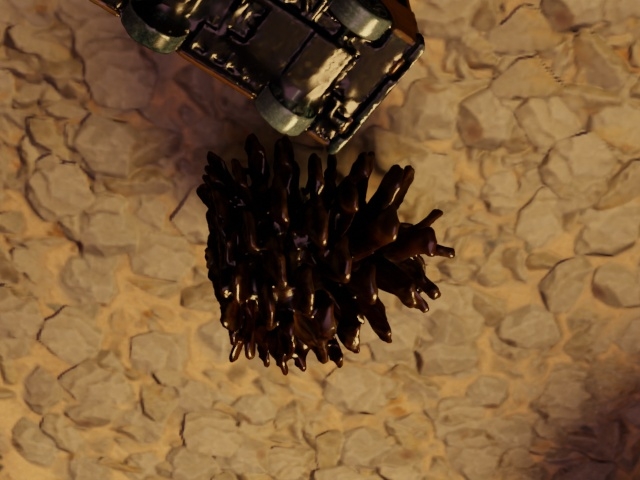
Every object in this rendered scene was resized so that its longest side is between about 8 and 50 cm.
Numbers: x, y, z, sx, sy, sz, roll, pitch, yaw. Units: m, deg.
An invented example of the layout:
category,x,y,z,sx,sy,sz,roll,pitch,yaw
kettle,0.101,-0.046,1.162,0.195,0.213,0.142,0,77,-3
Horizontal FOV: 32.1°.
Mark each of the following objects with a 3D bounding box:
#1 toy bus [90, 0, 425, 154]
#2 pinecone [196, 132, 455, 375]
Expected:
category,x,y,z,sx,sy,sz,roll,pitch,yaw
toy bus,-0.045,-0.155,0.661,0.201,0.114,0.098,30,120,-22
pinecone,0.005,0.006,0.742,0.165,0.163,0.163,-5,123,-9
